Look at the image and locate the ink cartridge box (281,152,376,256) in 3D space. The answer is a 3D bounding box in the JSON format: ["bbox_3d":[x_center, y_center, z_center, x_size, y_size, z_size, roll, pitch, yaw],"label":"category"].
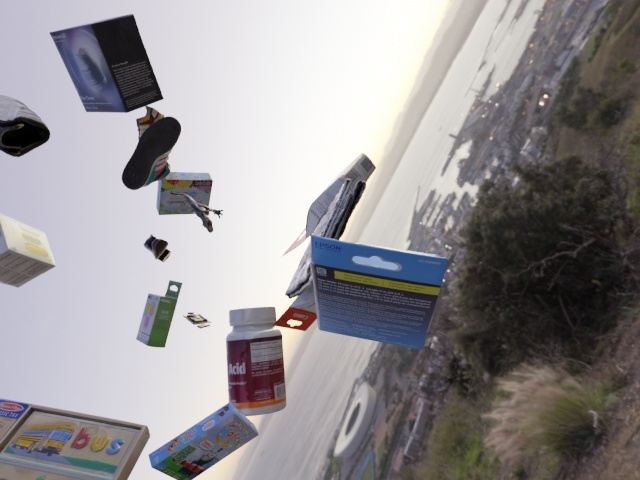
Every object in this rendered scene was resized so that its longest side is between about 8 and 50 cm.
[{"bbox_3d":[0.010,-0.133,1.554,0.385,0.091,0.308,-38,9,31],"label":"ink cartridge box"}]

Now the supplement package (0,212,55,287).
[{"bbox_3d":[-1.338,0.047,1.840,0.198,0.199,0.263,-30,-20,-2],"label":"supplement package"}]

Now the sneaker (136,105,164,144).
[{"bbox_3d":[-0.676,-0.425,1.646,0.185,0.084,0.069,-55,25,11],"label":"sneaker"}]

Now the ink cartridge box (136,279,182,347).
[{"bbox_3d":[-0.516,0.226,1.370,0.109,0.062,0.209,0,74,50],"label":"ink cartridge box"}]

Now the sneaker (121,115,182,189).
[{"bbox_3d":[-0.584,-0.315,1.552,0.295,0.124,0.178,-50,11,8],"label":"sneaker"}]

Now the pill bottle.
[{"bbox_3d":[-0.257,0.463,1.687,0.224,0.224,0.392,104,161,-78],"label":"pill bottle"}]

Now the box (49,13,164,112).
[{"bbox_3d":[-0.776,-0.635,1.565,0.183,0.296,0.294,-42,-48,-41],"label":"box"}]

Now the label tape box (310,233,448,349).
[{"bbox_3d":[0.116,0.086,0.898,0.348,0.249,0.115,86,-163,-49],"label":"label tape box"}]

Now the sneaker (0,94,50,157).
[{"bbox_3d":[-0.939,-0.330,1.106,0.447,0.257,0.169,-6,-65,-55],"label":"sneaker"}]

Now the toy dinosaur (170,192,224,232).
[{"bbox_3d":[-0.436,-0.113,1.577,0.118,0.268,0.064,11,-68,-53],"label":"toy dinosaur"}]

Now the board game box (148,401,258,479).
[{"bbox_3d":[-0.273,0.490,1.035,0.211,0.039,0.160,-32,-43,-10],"label":"board game box"}]

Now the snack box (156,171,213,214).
[{"bbox_3d":[-0.565,-0.194,1.783,0.070,0.207,0.174,57,138,41],"label":"snack box"}]

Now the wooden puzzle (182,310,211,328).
[{"bbox_3d":[-0.405,0.257,1.412,0.078,0.116,0.014,5,-77,-56],"label":"wooden puzzle"}]

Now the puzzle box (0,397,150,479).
[{"bbox_3d":[-0.642,0.517,0.979,0.272,0.408,0.052,-75,-11,-56],"label":"puzzle box"}]

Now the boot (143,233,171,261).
[{"bbox_3d":[-0.678,0.022,1.737,0.082,0.106,0.219,-58,0,-22],"label":"boot"}]

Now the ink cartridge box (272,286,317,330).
[{"bbox_3d":[-0.013,0.216,1.376,0.232,0.066,0.189,-53,-37,8],"label":"ink cartridge box"}]

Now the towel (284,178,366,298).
[{"bbox_3d":[0.000,0.000,1.192,0.312,0.056,0.324,-63,8,-22],"label":"towel"}]
